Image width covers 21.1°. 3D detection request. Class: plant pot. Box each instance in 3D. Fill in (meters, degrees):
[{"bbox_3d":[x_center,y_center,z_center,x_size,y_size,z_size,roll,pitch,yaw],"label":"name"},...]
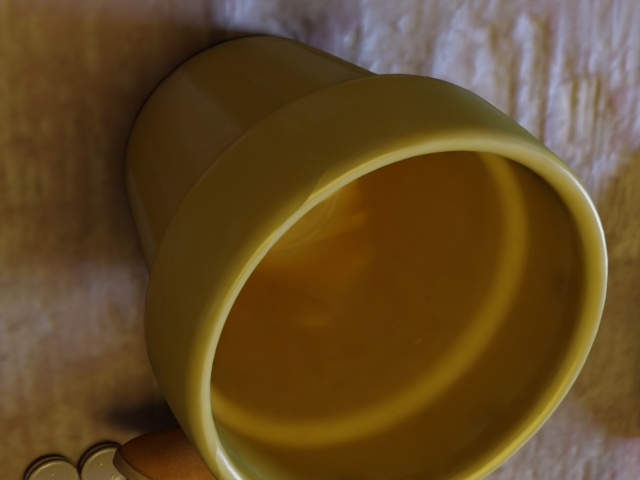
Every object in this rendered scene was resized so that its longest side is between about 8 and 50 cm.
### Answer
[{"bbox_3d":[0.000,0.000,1.008,0.254,0.239,0.254,-13,124,-21],"label":"plant pot"}]

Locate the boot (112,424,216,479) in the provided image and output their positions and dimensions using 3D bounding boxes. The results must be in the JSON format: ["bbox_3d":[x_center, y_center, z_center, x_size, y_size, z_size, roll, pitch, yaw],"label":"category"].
[{"bbox_3d":[0.013,0.082,1.168,0.295,0.104,0.211,7,110,-37],"label":"boot"}]

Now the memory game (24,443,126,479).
[{"bbox_3d":[-0.167,0.219,1.203,0.186,0.012,0.186,-13,124,-21],"label":"memory game"}]
